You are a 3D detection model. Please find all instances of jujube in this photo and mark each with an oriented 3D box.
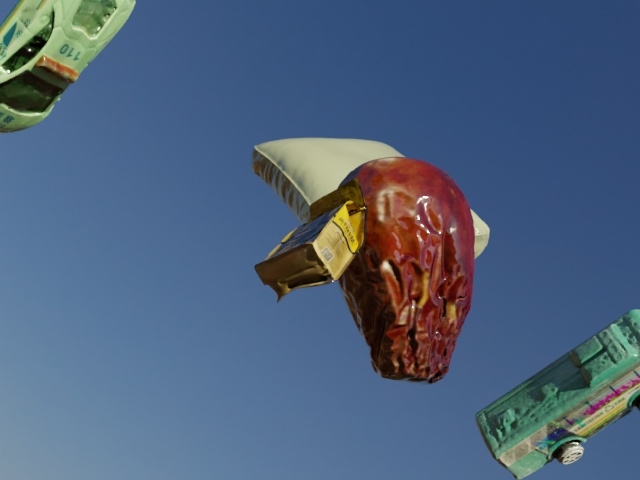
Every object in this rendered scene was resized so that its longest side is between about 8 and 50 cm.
[{"bbox_3d":[0.085,0.033,0.861,0.168,0.236,0.168,-2,-7,0],"label":"jujube"}]

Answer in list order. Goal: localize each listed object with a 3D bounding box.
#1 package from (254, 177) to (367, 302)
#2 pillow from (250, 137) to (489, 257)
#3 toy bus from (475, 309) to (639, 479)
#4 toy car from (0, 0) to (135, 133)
[{"bbox_3d":[0.000,0.000,0.743,0.071,0.131,0.047,-28,-76,33],"label":"package"},{"bbox_3d":[0.062,-0.061,1.189,0.322,0.255,0.120,49,-47,50],"label":"pillow"},{"bbox_3d":[0.320,0.190,1.007,0.261,0.091,0.109,-40,-50,15],"label":"toy bus"},{"bbox_3d":[-0.231,-0.160,0.701,0.058,0.186,0.093,47,10,26],"label":"toy car"}]
